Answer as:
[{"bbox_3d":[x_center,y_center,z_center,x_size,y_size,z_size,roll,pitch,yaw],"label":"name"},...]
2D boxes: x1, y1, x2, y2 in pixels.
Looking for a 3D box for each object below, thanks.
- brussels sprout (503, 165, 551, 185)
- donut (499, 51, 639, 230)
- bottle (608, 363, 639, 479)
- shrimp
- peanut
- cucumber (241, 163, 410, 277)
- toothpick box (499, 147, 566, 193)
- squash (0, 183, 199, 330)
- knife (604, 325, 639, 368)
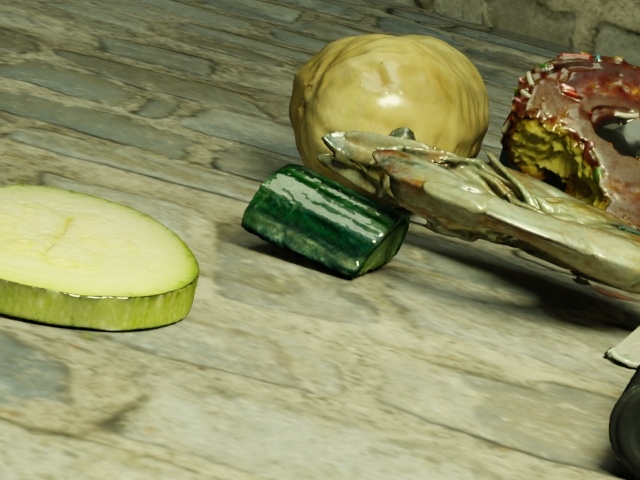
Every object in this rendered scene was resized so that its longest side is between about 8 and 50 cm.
[{"bbox_3d":[0.191,-0.035,1.748,0.085,0.058,0.085,21,43,-21],"label":"brussels sprout"},{"bbox_3d":[0.280,-0.074,1.717,0.216,0.096,0.230,-31,73,-39],"label":"donut"},{"bbox_3d":[0.248,0.103,1.219,0.072,0.082,0.244,58,21,1],"label":"bottle"},{"bbox_3d":[0.142,-0.029,1.512,0.360,0.085,0.247,24,6,26],"label":"shrimp"},{"bbox_3d":[0.070,-0.126,1.806,0.192,0.169,0.387,14,10,11],"label":"peanut"},{"bbox_3d":[0.011,-0.019,1.508,0.115,0.062,0.116,27,17,15],"label":"cucumber"},{"bbox_3d":[0.283,-0.066,1.846,0.184,0.120,0.120,13,13,-9],"label":"toothpick box"},{"bbox_3d":[-0.195,0.015,1.271,0.219,0.041,0.219,11,18,-4],"label":"squash"},{"bbox_3d":[0.313,0.070,1.519,0.081,0.043,0.336,22,22,16],"label":"knife"}]
